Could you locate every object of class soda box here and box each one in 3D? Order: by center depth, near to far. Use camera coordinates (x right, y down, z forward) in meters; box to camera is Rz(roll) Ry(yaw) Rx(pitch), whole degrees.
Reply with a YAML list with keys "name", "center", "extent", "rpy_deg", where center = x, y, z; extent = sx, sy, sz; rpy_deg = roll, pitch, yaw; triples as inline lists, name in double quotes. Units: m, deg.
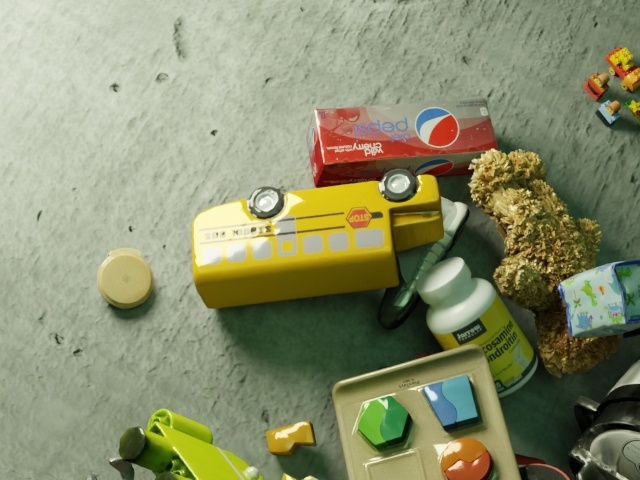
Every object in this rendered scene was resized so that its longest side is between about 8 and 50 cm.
- name: "soda box"
  center: [0.117, -0.142, 1.723]
  extent: [0.263, 0.083, 0.092]
  rpy_deg: [-5, 69, -12]

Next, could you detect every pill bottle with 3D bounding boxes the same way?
- name: "pill bottle"
  center: [0.206, 0.117, 1.594]
  extent: [0.103, 0.103, 0.184]
  rpy_deg: [-42, 109, -22]

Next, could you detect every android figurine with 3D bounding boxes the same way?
- name: "android figurine"
  center: [-0.117, 0.303, 1.430]
  extent: [0.056, 0.273, 0.248]
  rpy_deg: [-52, 45, 5]

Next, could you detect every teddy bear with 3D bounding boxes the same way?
- name: "teddy bear"
  center: [0.323, 0.016, 1.655]
  extent: [0.245, 0.113, 0.338]
  rpy_deg: [20, 50, -46]

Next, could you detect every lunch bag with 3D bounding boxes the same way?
- name: "lunch bag"
  center: [0.407, 0.074, 1.525]
  extent: [0.151, 0.129, 0.096]
  rpy_deg: [-8, 82, -26]

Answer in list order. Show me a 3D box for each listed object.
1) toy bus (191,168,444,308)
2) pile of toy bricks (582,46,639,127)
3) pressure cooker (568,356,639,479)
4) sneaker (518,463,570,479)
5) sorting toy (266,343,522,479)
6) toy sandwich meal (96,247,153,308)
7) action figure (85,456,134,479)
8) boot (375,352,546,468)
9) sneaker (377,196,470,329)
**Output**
- name: "toy bus"
  center: [0.000, 0.000, 1.585]
  extent: [0.332, 0.108, 0.130]
  rpy_deg: [-7, 62, 5]
- name: "pile of toy bricks"
  center: [0.507, -0.212, 1.810]
  extent: [0.118, 0.105, 0.212]
  rpy_deg: [-33, 78, -20]
- name: "pressure cooker"
  center: [0.547, 0.269, 1.491]
  extent: [0.420, 0.370, 0.375]
  rpy_deg: [-43, 90, -21]
- name: "sneaker"
  center: [0.201, 0.416, 1.510]
  extent: [0.313, 0.136, 0.116]
  rpy_deg: [-31, 49, 2]
- name: "sorting toy"
  center: [0.087, 0.273, 1.506]
  extent: [0.307, 0.041, 0.229]
  rpy_deg: [-17, 62, 8]
- name: "toy sandwich meal"
  center: [-0.267, 0.052, 1.609]
  extent: [0.085, 0.029, 0.086]
  rpy_deg: [4, 76, -18]
- name: "action figure"
  center: [-0.223, 0.427, 1.400]
  extent: [0.341, 0.178, 0.330]
  rpy_deg: [-18, 78, 1]
- name: "boot"
  center: [0.189, 0.241, 1.590]
  extent: [0.244, 0.088, 0.176]
  rpy_deg: [9, 66, -3]
- name: "sneaker"
  center: [0.105, 0.014, 1.671]
  extent: [0.132, 0.086, 0.229]
  rpy_deg: [30, 59, 10]
